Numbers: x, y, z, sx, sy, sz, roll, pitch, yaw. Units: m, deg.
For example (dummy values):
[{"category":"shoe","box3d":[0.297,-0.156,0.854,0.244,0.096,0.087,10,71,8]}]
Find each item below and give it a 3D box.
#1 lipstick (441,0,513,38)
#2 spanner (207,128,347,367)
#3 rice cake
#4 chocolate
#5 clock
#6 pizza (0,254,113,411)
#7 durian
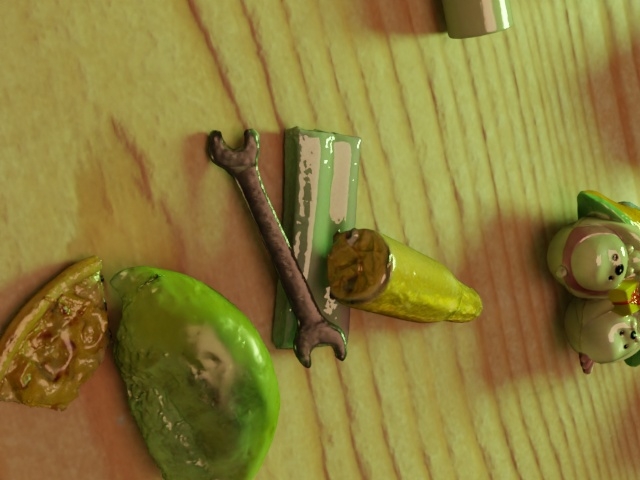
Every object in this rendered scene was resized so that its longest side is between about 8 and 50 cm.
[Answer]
[{"category":"lipstick","box3d":[0.138,-0.333,1.340,0.070,0.070,0.254,-21,108,-27]},{"category":"spanner","box3d":[-0.041,0.007,1.289,0.054,0.015,0.255,-24,100,-1]},{"category":"rice cake","box3d":[-0.001,-0.001,1.329,0.080,0.042,0.222,0,99,-26]},{"category":"chocolate","box3d":[0.096,0.050,1.355,0.219,0.085,0.086,22,86,-51]},{"category":"clock","box3d":[0.322,0.047,1.498,0.144,0.103,0.231,-33,115,-32]},{"category":"pizza","box3d":[-0.234,0.092,1.206,0.160,0.035,0.099,-51,119,-14]},{"category":"durian","box3d":[-0.110,0.133,1.249,0.139,0.101,0.250,-18,111,-26]}]
